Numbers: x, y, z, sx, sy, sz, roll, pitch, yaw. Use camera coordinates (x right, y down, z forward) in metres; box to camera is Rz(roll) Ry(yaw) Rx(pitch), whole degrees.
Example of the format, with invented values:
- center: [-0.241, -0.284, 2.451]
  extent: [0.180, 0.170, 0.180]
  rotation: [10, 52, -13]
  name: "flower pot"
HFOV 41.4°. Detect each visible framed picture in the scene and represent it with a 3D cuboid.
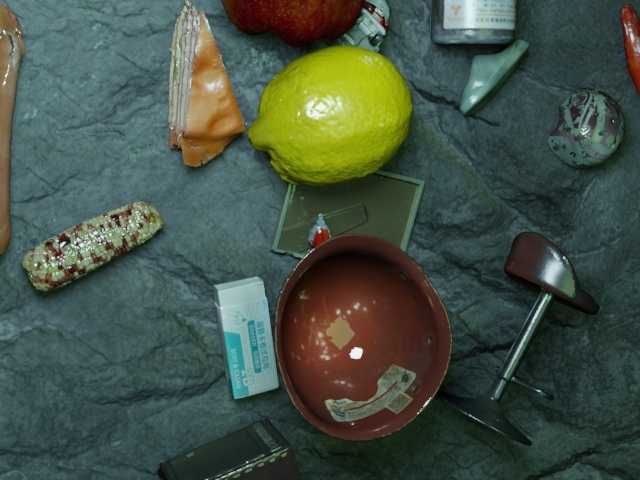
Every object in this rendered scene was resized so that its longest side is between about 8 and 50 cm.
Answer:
- center: [0.058, -0.049, 1.691]
  extent: [0.289, 0.020, 0.211]
  rotation: [12, 96, -24]
  name: "framed picture"

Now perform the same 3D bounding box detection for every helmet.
- center: [0.590, -0.239, 1.820]
  extent: [0.153, 0.107, 0.177]
  rotation: [21, 93, -21]
  name: "helmet"
- center: [0.043, 0.170, 1.617]
  extent: [0.337, 0.230, 0.385]
  rotation: [-30, 102, -15]
  name: "helmet"

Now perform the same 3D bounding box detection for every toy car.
- center: [0.082, -0.408, 1.571]
  extent: [0.112, 0.139, 0.112]
  rotation: [43, 65, -19]
  name: "toy car"

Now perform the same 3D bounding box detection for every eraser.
- center: [-0.145, 0.189, 1.642]
  extent: [0.095, 0.052, 0.225]
  rotation: [-12, 105, -18]
  name: "eraser"

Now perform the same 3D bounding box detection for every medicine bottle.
- center: [0.294, -0.511, 1.610]
  extent: [0.165, 0.165, 0.273]
  rotation: [-4, 104, -21]
  name: "medicine bottle"

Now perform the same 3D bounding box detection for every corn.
- center: [-0.395, 0.004, 1.484]
  extent: [0.253, 0.086, 0.086]
  rotation: [-28, 110, -15]
  name: "corn"

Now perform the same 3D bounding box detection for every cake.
- center: [-0.204, -0.280, 1.499]
  extent: [0.135, 0.098, 0.287]
  rotation: [-7, 108, -19]
  name: "cake"

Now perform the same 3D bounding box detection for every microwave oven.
- center: [-0.162, 0.486, 1.627]
  extent: [0.247, 0.178, 0.188]
  rotation: [-21, 108, -16]
  name: "microwave oven"

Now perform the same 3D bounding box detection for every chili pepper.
- center: [0.706, -0.387, 1.860]
  extent: [0.063, 0.071, 0.272]
  rotation: [-20, 106, 24]
  name: "chili pepper"

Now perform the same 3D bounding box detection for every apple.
- center: [-0.040, -0.496, 1.416]
  extent: [0.288, 0.288, 0.317]
  rotation: [-4, 118, -21]
  name: "apple"

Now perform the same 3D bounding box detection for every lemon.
- center: [0.020, -0.221, 1.519]
  extent: [0.320, 0.245, 0.245]
  rotation: [-19, 107, -15]
  name: "lemon"

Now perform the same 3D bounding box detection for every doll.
- center: [0.000, -0.001, 1.649]
  extent: [0.057, 0.039, 0.114]
  rotation: [5, 113, 7]
  name: "doll"

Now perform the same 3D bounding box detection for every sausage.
- center: [-0.542, -0.177, 1.384]
  extent: [0.094, 0.094, 0.419]
  rotation: [11, 99, 20]
  name: "sausage"

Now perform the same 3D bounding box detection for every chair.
- center: [0.432, 0.202, 1.786]
  extent: [0.226, 0.226, 0.401]
  rotation: [27, 90, -24]
  name: "chair"

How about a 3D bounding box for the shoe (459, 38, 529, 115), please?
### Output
- center: [0.339, -0.344, 1.725]
  extent: [0.195, 0.079, 0.078]
  rotation: [-46, 78, 1]
  name: "shoe"
